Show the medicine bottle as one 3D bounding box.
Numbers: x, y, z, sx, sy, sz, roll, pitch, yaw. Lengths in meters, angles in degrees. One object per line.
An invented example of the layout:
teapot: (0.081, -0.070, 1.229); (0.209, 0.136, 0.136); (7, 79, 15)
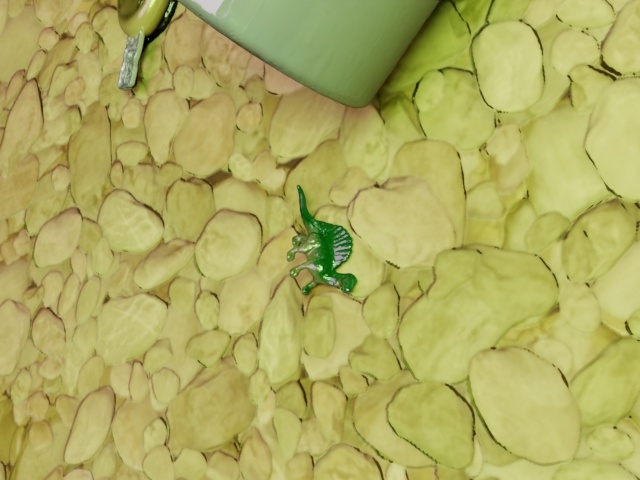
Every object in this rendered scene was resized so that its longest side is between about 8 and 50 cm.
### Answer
medicine bottle: (0.004, -0.266, 0.826); (0.232, 0.238, 0.238); (-54, 52, 15)

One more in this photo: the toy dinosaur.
toy dinosaur: (0.000, 0.001, 0.901); (0.060, 0.029, 0.119); (-19, 60, 17)

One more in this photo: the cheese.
cheese: (-0.203, -0.246, 1.116); (0.086, 0.036, 0.162); (2, 79, 40)
